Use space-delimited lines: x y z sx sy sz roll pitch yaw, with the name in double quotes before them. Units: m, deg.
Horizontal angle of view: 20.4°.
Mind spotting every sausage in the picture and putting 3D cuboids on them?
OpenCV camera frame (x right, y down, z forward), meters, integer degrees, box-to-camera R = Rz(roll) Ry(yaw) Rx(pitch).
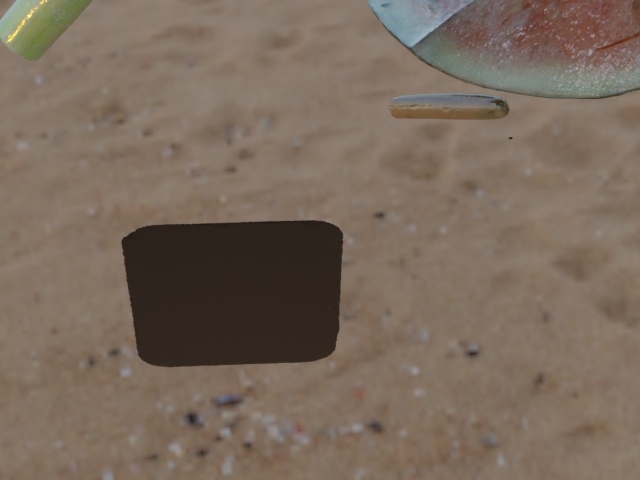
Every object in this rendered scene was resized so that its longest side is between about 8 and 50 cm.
"sausage" 0.112 -0.116 1.539 0.024 0.024 0.132 -29 22 -38

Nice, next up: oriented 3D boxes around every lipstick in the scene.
"lipstick" -0.277 -0.340 2.143 0.304 0.076 0.076 -42 12 25

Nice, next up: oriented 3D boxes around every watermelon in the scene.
"watermelon" 0.156 -0.237 1.388 0.261 0.201 0.213 -4 47 -35

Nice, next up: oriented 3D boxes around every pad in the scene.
"pad" 0.009 0.020 1.410 0.323 0.250 0.055 -19 63 -12
